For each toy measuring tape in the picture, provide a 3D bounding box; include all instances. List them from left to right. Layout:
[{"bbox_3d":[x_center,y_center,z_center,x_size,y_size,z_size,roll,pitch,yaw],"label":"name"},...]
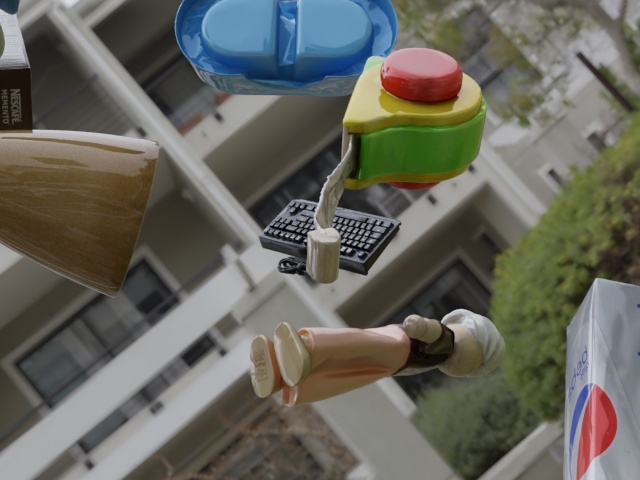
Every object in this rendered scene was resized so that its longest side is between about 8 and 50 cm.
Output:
[{"bbox_3d":[0.072,-0.069,0.922,0.121,0.121,0.330,-46,14,32],"label":"toy measuring tape"}]

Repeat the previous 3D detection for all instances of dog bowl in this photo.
[{"bbox_3d":[-0.046,-0.273,1.552,0.297,0.166,0.074,1,-25,0],"label":"dog bowl"}]

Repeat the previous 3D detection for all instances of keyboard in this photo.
[{"bbox_3d":[0.000,0.000,1.311,0.180,0.023,0.108,13,58,47],"label":"keyboard"}]

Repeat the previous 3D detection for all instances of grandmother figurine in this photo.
[{"bbox_3d":[0.084,0.142,1.418,0.342,0.104,0.208,-1,-9,-32],"label":"grandmother figurine"}]

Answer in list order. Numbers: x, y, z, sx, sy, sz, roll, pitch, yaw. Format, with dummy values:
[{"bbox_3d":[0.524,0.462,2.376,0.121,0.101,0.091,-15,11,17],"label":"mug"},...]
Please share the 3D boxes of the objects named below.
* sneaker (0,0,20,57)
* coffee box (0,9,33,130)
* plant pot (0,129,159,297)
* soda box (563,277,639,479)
[{"bbox_3d":[-0.296,-0.181,0.673,0.323,0.236,0.130,-19,21,47],"label":"sneaker"},{"bbox_3d":[-0.526,-0.277,1.825,0.098,0.246,0.141,-7,-48,-18],"label":"coffee box"},{"bbox_3d":[-0.386,-0.066,1.641,0.237,0.254,0.237,-163,90,-76],"label":"plant pot"},{"bbox_3d":[0.258,0.178,0.945,0.091,0.098,0.286,101,180,-56],"label":"soda box"}]
